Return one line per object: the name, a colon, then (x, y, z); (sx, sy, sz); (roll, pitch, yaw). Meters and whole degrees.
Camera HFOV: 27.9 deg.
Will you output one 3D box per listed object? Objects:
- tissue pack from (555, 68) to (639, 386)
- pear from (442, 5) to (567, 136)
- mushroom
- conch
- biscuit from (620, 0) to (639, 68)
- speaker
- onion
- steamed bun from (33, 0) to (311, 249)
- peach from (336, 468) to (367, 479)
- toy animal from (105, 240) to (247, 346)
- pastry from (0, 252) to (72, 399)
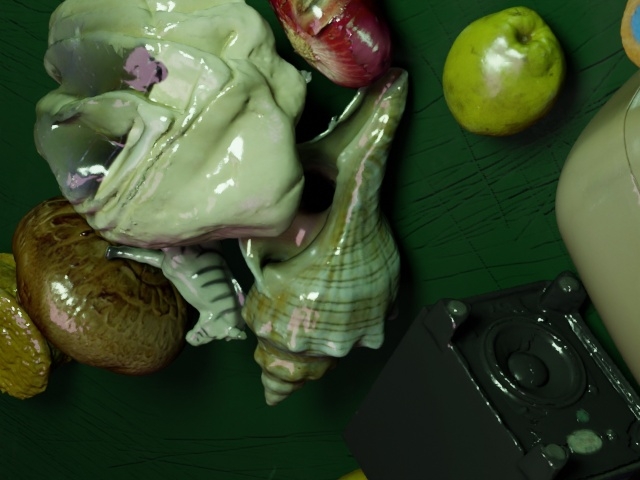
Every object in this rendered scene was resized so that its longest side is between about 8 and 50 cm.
tissue pack: (0.359, 0.026, 1.018); (0.277, 0.267, 0.387); (-25, 104, 39)
pear: (0.165, -0.148, 1.160); (0.107, 0.107, 0.131); (35, 145, 11)
mushroom: (-0.256, 0.053, 1.509); (0.253, 0.253, 0.153); (44, 102, 3)
conch: (0.001, 0.000, 1.350); (0.203, 0.169, 0.386); (18, 97, 2)
biscuit: (0.337, -0.260, 0.900); (0.324, 0.205, 0.049); (-29, 138, 23)
speaker: (0.183, 0.190, 1.272); (0.232, 0.184, 0.254); (57, 139, 30)
onion: (0.026, -0.228, 1.211); (0.150, 0.140, 0.150); (42, 178, 2)
steamed bun: (-0.167, -0.130, 1.259); (0.320, 0.206, 0.275); (43, 124, 39)
peach: (0.111, 0.431, 1.452); (0.372, 0.373, 0.290); (63, 161, -15)
toy animal: (-0.135, -0.003, 1.417); (0.176, 0.217, 0.073); (22, 158, -8)
pastry: (-0.413, 0.113, 1.742); (0.189, 0.103, 0.188); (18, 128, 25)
